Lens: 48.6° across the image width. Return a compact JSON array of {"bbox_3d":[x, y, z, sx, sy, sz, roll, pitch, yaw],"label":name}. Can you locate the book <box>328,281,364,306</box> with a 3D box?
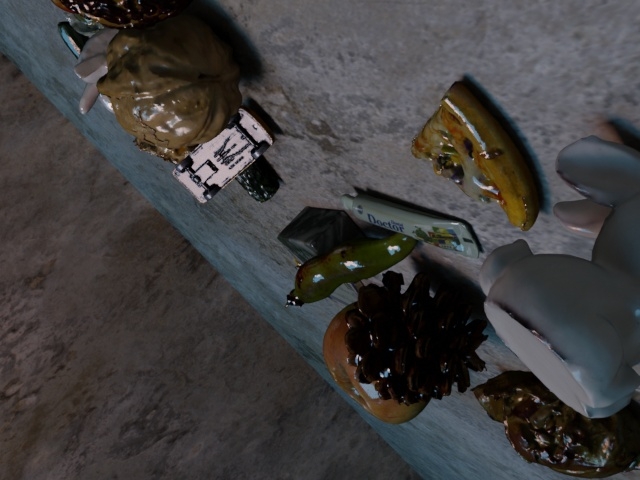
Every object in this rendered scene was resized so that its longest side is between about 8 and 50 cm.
[{"bbox_3d":[0.048,0.107,1.622,0.231,0.026,0.157,25,155,50],"label":"book"}]

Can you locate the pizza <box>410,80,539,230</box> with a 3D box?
[{"bbox_3d":[0.140,-0.096,0.740,0.176,0.036,0.184,28,159,47],"label":"pizza"}]

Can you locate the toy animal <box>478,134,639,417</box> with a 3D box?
[{"bbox_3d":[0.222,0.028,0.555,0.179,0.193,0.127,36,167,36],"label":"toy animal"}]

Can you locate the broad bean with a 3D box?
[{"bbox_3d":[0.031,0.044,1.150,0.077,0.061,0.339,39,143,-18],"label":"broad bean"}]

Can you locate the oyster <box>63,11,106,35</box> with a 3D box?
[{"bbox_3d":[-0.462,-0.450,1.383,0.098,0.037,0.100,3,120,42],"label":"oyster"}]

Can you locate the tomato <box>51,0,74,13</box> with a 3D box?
[{"bbox_3d":[-0.432,-0.435,1.237,0.087,0.075,0.087,36,163,13],"label":"tomato"}]

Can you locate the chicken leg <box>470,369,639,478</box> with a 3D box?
[{"bbox_3d":[0.324,0.269,1.090,0.211,0.140,0.361,39,164,-20],"label":"chicken leg"}]

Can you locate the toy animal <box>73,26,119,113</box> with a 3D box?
[{"bbox_3d":[-0.381,-0.294,1.355,0.141,0.138,0.282,6,163,-12],"label":"toy animal"}]

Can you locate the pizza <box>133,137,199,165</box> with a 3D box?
[{"bbox_3d":[-0.278,-0.201,1.342,0.147,0.069,0.226,8,-156,-17],"label":"pizza"}]

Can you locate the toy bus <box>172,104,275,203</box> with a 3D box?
[{"bbox_3d":[-0.155,-0.151,1.189,0.194,0.088,0.083,-35,104,32],"label":"toy bus"}]

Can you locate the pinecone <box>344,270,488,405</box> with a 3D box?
[{"bbox_3d":[0.154,0.149,1.096,0.221,0.221,0.221,40,166,12],"label":"pinecone"}]

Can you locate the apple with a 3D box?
[{"bbox_3d":[0.128,0.243,1.443,0.261,0.194,0.260,41,164,15],"label":"apple"}]

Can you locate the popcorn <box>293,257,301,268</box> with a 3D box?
[{"bbox_3d":[-0.022,0.034,1.479,0.084,0.084,0.084,40,166,12],"label":"popcorn"}]

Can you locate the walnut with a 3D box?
[{"bbox_3d":[-0.216,-0.230,1.021,0.198,0.198,0.245,51,161,-29],"label":"walnut"}]

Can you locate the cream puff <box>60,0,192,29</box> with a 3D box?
[{"bbox_3d":[-0.236,-0.342,0.782,0.239,0.165,0.239,41,164,15],"label":"cream puff"}]

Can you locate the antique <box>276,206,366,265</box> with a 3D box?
[{"bbox_3d":[0.000,0.000,1.300,0.088,0.086,0.183,49,165,-20],"label":"antique"}]

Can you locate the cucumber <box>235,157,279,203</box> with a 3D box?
[{"bbox_3d":[-0.181,-0.189,1.291,0.293,0.067,0.068,51,164,-28],"label":"cucumber"}]

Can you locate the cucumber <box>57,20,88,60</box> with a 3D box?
[{"bbox_3d":[-0.542,-0.444,1.573,0.048,0.048,0.105,27,156,48],"label":"cucumber"}]

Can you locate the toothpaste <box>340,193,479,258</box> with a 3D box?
[{"bbox_3d":[0.117,-0.030,1.004,0.255,0.037,0.067,22,150,46],"label":"toothpaste"}]
